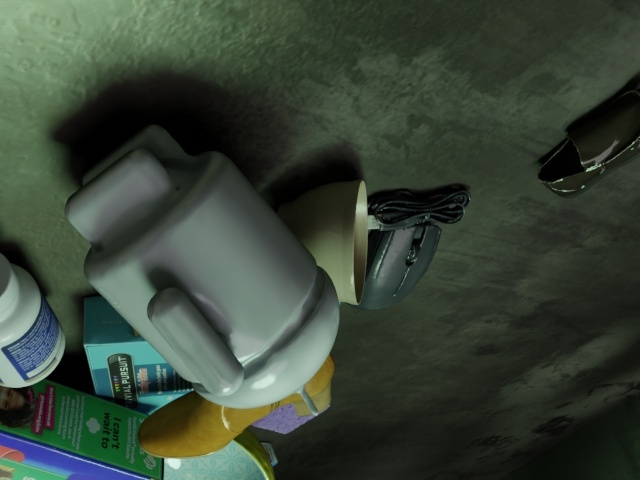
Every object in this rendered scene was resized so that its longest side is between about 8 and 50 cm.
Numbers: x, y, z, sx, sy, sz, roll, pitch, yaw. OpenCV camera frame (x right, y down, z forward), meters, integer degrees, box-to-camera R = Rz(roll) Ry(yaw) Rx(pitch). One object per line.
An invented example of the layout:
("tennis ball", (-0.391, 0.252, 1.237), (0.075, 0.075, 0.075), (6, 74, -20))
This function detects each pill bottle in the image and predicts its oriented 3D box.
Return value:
("pill bottle", (-0.378, 0.090, 1.077), (0.112, 0.112, 0.187), (-18, 151, -10))

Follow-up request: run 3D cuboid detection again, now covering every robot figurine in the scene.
("robot figurine", (-0.116, 0.044, 1.008), (0.199, 0.300, 0.353), (-32, 111, 21))

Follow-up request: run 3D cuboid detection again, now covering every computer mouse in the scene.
("computer mouse", (0.109, 0.033, 1.379), (0.188, 0.072, 0.272), (-6, 147, -30))

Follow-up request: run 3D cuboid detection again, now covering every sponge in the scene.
("sponge", (-0.079, 0.323, 1.765), (0.117, 0.031, 0.210), (-34, 149, 15))

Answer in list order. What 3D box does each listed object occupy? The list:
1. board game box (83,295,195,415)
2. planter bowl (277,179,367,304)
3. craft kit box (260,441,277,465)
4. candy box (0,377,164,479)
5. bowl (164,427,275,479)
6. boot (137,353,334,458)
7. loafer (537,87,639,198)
("board game box", (-0.160, 0.164, 1.325), (0.335, 0.079, 0.254), (-3, 147, -10))
("planter bowl", (0.000, 0.000, 1.184), (0.109, 0.162, 0.162), (3, 152, 9))
("craft kit box", (-0.259, 0.497, 1.902), (0.250, 0.061, 0.246), (-38, 151, 24))
("candy box", (-0.426, 0.316, 1.311), (0.317, 0.122, 0.268), (26, 129, -31))
("bowl", (-0.207, 0.411, 1.657), (0.289, 0.289, 0.156), (-37, -169, 23))
("boot", (-0.127, 0.188, 1.219), (0.295, 0.104, 0.211), (-14, 142, -1))
("loafer", (0.396, -0.134, 1.302), (0.078, 0.080, 0.220), (0, 143, -37))
